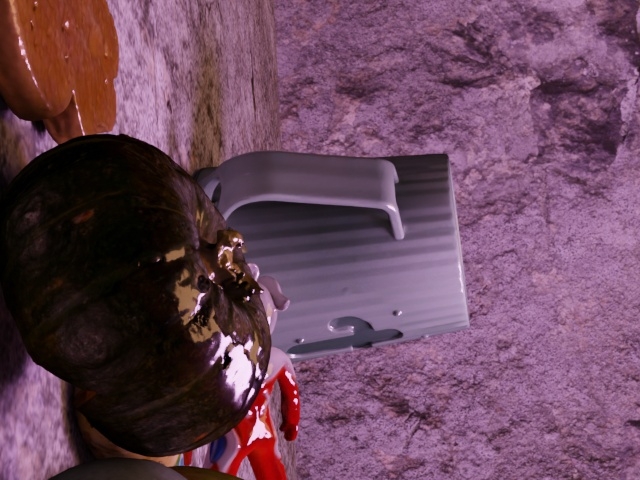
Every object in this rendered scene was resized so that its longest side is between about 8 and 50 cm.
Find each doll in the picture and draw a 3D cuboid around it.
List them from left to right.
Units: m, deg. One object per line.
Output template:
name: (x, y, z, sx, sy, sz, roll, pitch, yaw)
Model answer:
doll: (-0.101, 0.217, 1.400, 0.188, 0.099, 0.383, -5, 105, -42)

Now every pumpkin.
pumpkin: (-0.126, 0.034, 0.767, 0.238, 0.159, 0.237, -22, 90, -90)

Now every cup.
cup: (0.004, 0.025, 1.542, 0.401, 0.393, 0.310, -15, 97, -82)

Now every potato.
potato: (-0.170, 0.155, 0.964, 0.170, 0.080, 0.107, 87, 15, -48)

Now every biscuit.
biscuit: (-0.206, -0.177, 0.819, 0.288, 0.044, 0.201, 81, 8, -77)

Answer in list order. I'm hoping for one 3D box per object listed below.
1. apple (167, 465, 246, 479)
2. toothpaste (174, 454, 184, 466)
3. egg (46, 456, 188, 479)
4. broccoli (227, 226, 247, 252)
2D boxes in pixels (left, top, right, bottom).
apple: (-0.110, 0.311, 0.897, 0.261, 0.194, 0.260, 3, 90, -82)
toothpaste: (-0.175, 0.151, 1.105, 0.065, 0.050, 0.266, -24, 111, -84)
egg: (-0.135, 0.234, 0.683, 0.236, 0.169, 0.169, -104, -170, -68)
broccoli: (-0.140, 0.034, 1.211, 0.131, 0.120, 0.130, 55, 9, 20)
